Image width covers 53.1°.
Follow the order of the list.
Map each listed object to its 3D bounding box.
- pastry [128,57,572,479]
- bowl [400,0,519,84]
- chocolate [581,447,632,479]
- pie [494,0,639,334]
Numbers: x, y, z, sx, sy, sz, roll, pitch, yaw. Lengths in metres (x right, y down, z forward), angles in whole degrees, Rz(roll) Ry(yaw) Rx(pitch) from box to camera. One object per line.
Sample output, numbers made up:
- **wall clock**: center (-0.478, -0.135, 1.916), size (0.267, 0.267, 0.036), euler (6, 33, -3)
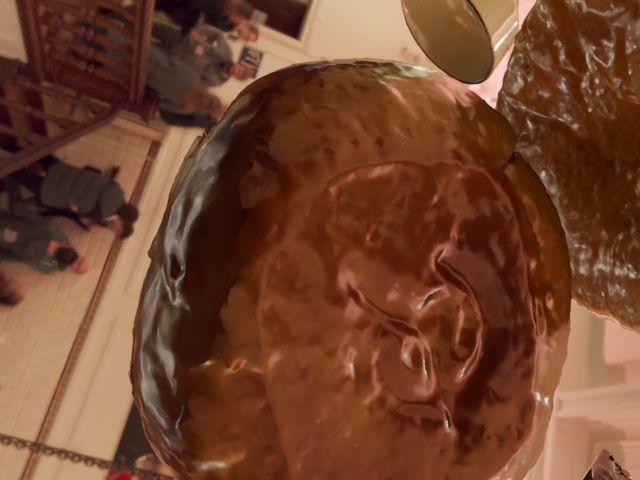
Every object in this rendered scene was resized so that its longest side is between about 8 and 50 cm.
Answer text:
- **pastry**: center (0.034, 0.043, 0.454), size (0.163, 0.356, 0.356), euler (-4, -114, 58)
- **bowl**: center (0.262, -0.410, 1.138), size (0.126, 0.238, 0.238), euler (-39, -171, -7)
- **chocolate**: center (0.464, 0.465, 0.998), size (0.206, 0.177, 0.224), euler (-46, 152, -17)
- **pie**: center (0.261, -0.077, 0.529), size (0.339, 0.083, 0.340), euler (163, -90, -73)
